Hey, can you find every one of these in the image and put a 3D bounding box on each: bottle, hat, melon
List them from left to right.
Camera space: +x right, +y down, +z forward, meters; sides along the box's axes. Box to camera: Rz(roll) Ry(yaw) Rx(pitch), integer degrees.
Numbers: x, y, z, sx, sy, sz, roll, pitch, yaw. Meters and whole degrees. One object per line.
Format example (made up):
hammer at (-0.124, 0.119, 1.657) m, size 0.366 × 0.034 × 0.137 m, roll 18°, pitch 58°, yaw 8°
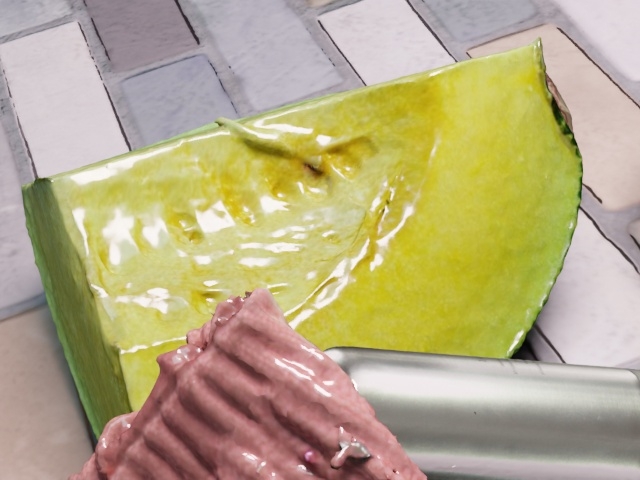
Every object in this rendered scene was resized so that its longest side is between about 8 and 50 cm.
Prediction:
hat at (-0.010, 0.190, 0.602) m, size 0.286 × 0.236 × 0.107 m, roll 43°, pitch 28°, yaw 9°
melon at (0.000, 0.000, 0.782) m, size 0.344 × 0.226 × 0.331 m, roll -15°, pitch 45°, yaw -17°
bottle at (0.119, 0.107, 0.678) m, size 0.254 × 0.079 × 0.096 m, roll 7°, pitch -3°, yaw -14°

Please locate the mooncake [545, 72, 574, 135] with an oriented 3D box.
mooncake at (0.132, -0.077, 0.936) m, size 0.130 × 0.073 × 0.125 m, roll -8°, pitch 44°, yaw 7°
